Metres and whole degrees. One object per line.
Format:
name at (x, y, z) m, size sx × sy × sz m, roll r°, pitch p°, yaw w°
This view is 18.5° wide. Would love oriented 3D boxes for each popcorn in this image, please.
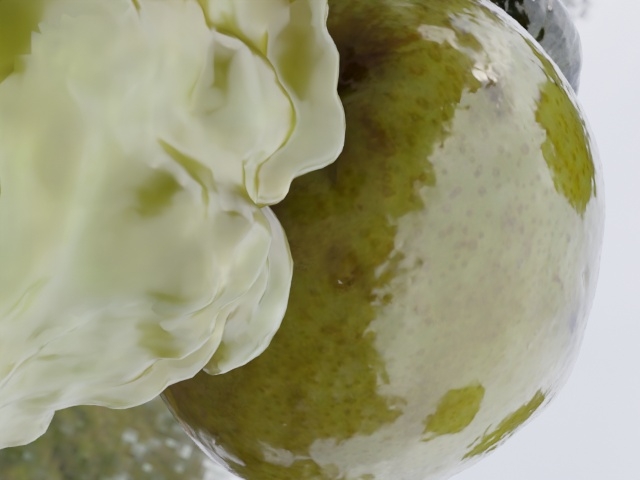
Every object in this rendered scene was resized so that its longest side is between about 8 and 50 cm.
popcorn at (-0.124, -0.047, 0.622) m, size 0.235 × 0.250 × 0.242 m, roll -28°, pitch -103°, yaw 47°

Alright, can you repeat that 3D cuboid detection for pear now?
pear at (0.020, -0.011, 1.103) m, size 0.304 × 0.304 × 0.304 m, roll -34°, pitch -137°, yaw 38°

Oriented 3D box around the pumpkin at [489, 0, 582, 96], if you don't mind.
pumpkin at (0.133, -0.155, 1.810) m, size 0.224 × 0.223 × 0.157 m, roll -51°, pitch -149°, yaw 19°
